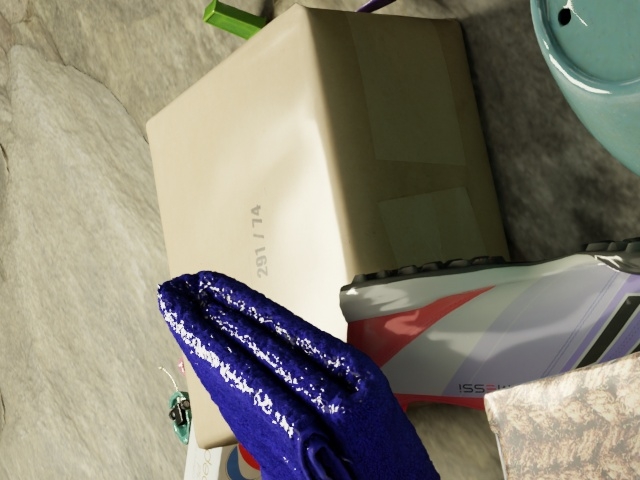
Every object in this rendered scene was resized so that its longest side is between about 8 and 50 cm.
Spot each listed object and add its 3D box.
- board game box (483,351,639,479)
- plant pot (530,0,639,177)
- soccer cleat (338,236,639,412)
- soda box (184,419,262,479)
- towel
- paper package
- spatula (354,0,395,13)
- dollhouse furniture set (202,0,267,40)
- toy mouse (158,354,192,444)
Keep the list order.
[{"bbox_3d":[0.253,0.161,0.595,0.141,0.291,0.232,-27,70,52],"label":"board game box"},{"bbox_3d":[0.235,-0.142,0.692,0.290,0.195,0.290,5,96,55],"label":"plant pot"},{"bbox_3d":[0.167,0.061,0.798,0.318,0.108,0.116,-8,89,22],"label":"soccer cleat"},{"bbox_3d":[-0.097,0.250,1.289,0.069,0.074,0.216,29,115,51],"label":"soda box"},{"bbox_3d":[0.004,0.172,0.862,0.227,0.076,0.308,25,149,46],"label":"towel"},{"bbox_3d":[0.000,0.000,1.060,0.309,0.168,0.325,-25,72,53],"label":"paper package"},{"bbox_3d":[0.133,-0.212,0.957,0.296,0.084,0.030,-1,113,48],"label":"spatula"},{"bbox_3d":[-0.077,-0.293,1.281,0.076,0.058,0.152,-25,52,61],"label":"dollhouse furniture set"},{"bbox_3d":[-0.139,0.173,1.382,0.143,0.031,0.161,29,114,51],"label":"toy mouse"}]
